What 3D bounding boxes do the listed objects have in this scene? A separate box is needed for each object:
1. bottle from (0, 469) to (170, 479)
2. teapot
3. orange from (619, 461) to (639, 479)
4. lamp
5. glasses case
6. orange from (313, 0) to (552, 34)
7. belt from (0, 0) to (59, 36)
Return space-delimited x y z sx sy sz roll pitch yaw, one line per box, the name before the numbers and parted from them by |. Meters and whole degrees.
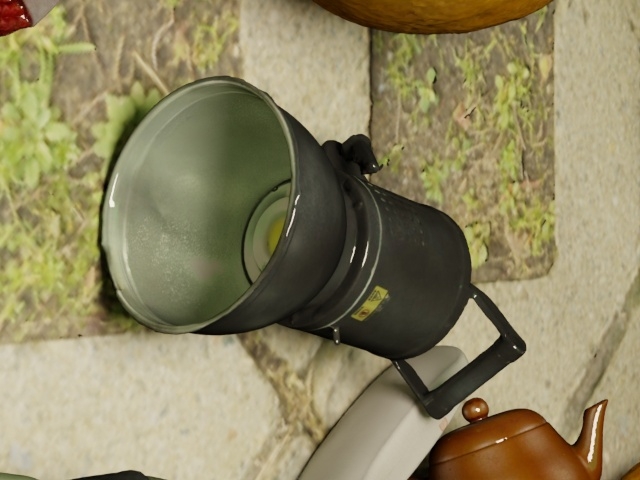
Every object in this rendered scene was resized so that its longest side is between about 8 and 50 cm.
bottle | -0.181 0.182 0.871 0.347 0.168 0.168 4 83 -46
teapot | 0.110 0.154 1.206 0.116 0.173 0.116 -22 90 -81
orange | 0.276 0.237 1.371 0.177 0.155 0.177 -6 100 -38
lamp | 0.000 0.000 1.114 0.227 0.147 0.172 20 36 -48
glasses case | 0.039 0.123 1.191 0.164 0.063 0.041 -49 115 -39
orange | 0.064 -0.240 1.116 0.264 0.264 0.264 6 81 -46
belt | -0.210 -0.177 0.914 0.201 0.124 0.128 42 59 -35
